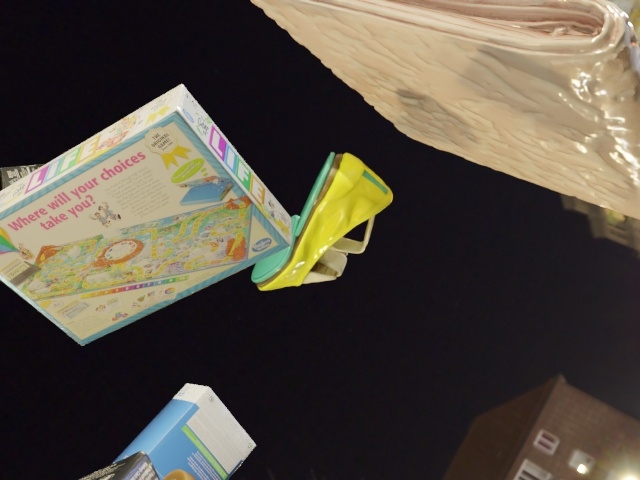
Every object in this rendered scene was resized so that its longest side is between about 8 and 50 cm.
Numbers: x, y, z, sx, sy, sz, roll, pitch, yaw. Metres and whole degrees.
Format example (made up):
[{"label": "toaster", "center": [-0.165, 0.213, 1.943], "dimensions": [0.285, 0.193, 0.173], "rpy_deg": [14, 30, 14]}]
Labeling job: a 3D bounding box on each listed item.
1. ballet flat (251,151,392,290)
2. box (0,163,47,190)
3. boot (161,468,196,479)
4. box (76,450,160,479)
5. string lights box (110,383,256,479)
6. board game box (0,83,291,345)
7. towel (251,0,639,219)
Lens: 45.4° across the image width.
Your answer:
[{"label": "ballet flat", "center": [0.000, 0.000, 0.746], "dimensions": [0.231, 0.077, 0.077], "rpy_deg": [-51, 18, 53]}, {"label": "box", "center": [-0.198, -0.028, 0.575], "dimensions": [0.067, 0.083, 0.018], "rpy_deg": [-10, -48, -29]}, {"label": "boot", "center": [-0.027, 0.214, 0.360], "dimensions": [0.152, 0.073, 0.197], "rpy_deg": [13, -99, -22]}, {"label": "box", "center": [-0.158, 0.323, 0.550], "dimensions": [0.165, 0.270, 0.143], "rpy_deg": [-24, 1, 5]}, {"label": "string lights box", "center": [-0.230, 0.352, 1.128], "dimensions": [0.260, 0.076, 0.133], "rpy_deg": [-46, -66, -31]}, {"label": "board game box", "center": [-0.108, -0.007, 0.425], "dimensions": [0.154, 0.026, 0.103], "rpy_deg": [-25, -53, 18]}, {"label": "towel", "center": [0.137, -0.123, 0.636], "dimensions": [0.332, 0.317, 0.053], "rpy_deg": [26, -90, -54]}]
